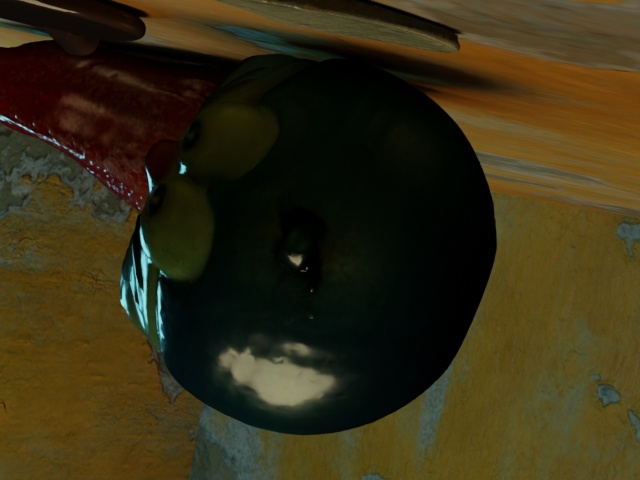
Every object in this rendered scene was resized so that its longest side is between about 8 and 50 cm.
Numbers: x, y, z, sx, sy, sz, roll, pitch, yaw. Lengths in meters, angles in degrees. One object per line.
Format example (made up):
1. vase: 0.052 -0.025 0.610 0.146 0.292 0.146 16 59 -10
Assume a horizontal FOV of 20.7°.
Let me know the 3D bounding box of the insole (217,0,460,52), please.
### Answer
1. insole: -0.028 -0.092 0.652 0.192 0.010 0.063 10 -178 -31

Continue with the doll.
1. doll: 0.000 0.001 0.958 0.186 0.198 0.322 28 -174 4

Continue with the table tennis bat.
1. table tennis bat: -0.151 -0.069 0.925 0.107 0.119 0.170 12 180 3

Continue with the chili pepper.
1. chili pepper: -0.133 -0.089 1.203 0.252 0.136 0.144 23 -129 26
